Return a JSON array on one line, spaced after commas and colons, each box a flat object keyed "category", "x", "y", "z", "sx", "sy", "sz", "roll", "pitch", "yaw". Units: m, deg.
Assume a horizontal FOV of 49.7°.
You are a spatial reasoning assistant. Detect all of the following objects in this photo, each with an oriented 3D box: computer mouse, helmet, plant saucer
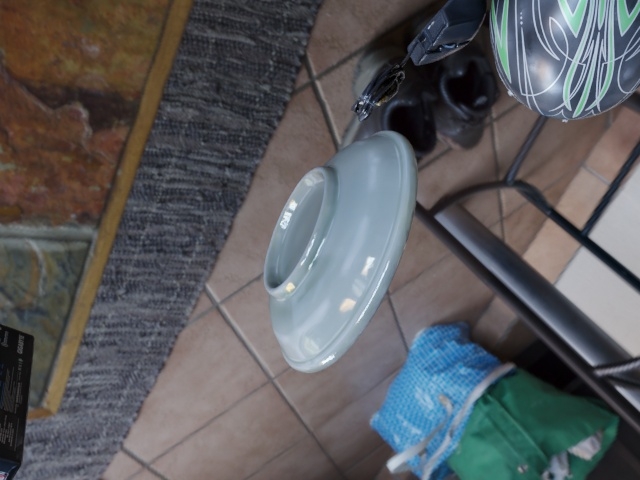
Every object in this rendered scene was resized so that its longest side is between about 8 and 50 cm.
[{"category": "computer mouse", "x": 0.095, "y": -0.164, "z": 0.610, "sx": 0.242, "sy": 0.041, "sz": 0.071, "roll": -50, "pitch": -175, "yaw": -39}, {"category": "helmet", "x": 0.230, "y": -0.197, "z": 0.618, "sx": 0.169, "sy": 0.162, "sz": 0.169, "roll": 5, "pitch": 148, "yaw": 3}, {"category": "plant saucer", "x": 0.000, "y": 0.000, "z": 1.074, "sx": 0.100, "sy": 0.400, "sz": 0.400, "roll": 22, "pitch": 114, "yaw": -18}]

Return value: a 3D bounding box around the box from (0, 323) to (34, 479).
[{"category": "box", "x": -0.358, "y": 0.127, "z": 0.627, "sx": 0.175, "sy": 0.220, "sz": 0.051, "roll": 28, "pitch": 101, "yaw": -28}]
